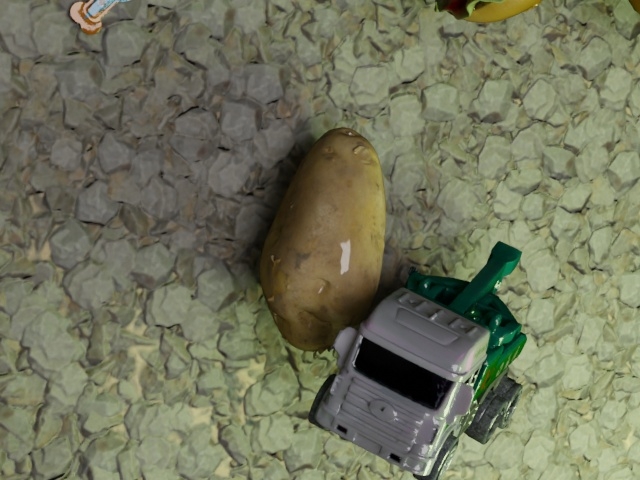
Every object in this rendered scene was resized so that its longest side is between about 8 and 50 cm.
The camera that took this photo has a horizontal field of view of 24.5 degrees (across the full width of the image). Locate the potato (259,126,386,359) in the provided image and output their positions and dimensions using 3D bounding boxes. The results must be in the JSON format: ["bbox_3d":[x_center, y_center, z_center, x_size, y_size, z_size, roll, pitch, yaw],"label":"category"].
[{"bbox_3d":[0.002,0.001,1.572,0.128,0.161,0.235,14,105,-29],"label":"potato"}]

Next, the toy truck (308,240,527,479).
[{"bbox_3d":[0.125,0.121,1.584,0.363,0.176,0.178,-30,143,-64],"label":"toy truck"}]

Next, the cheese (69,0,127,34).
[{"bbox_3d":[-0.206,-0.255,1.494,0.111,0.017,0.047,-45,114,-11],"label":"cheese"}]

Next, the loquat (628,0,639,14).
[{"bbox_3d":[0.447,-0.341,1.687,0.235,0.235,0.235,-6,104,-26],"label":"loquat"}]

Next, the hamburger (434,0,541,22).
[{"bbox_3d":[0.185,-0.355,1.528,0.212,0.274,0.274,36,84,-21],"label":"hamburger"}]
